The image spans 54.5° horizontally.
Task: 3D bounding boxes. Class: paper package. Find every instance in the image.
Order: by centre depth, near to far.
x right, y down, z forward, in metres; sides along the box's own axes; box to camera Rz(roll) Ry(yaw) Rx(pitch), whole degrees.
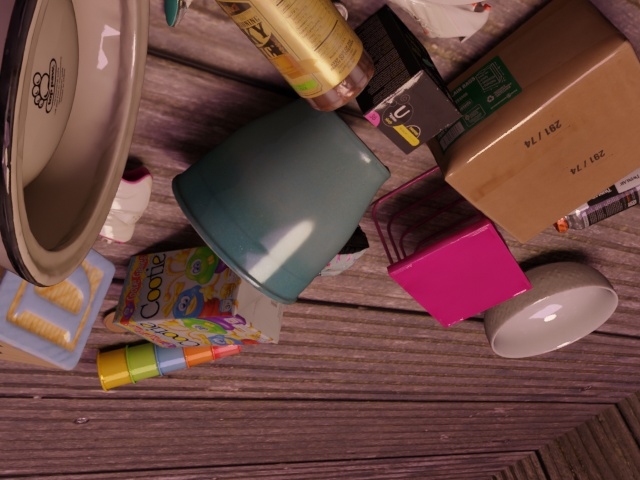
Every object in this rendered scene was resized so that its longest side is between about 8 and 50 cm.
[{"bbox_3d":[0.374,-0.191,1.038,0.325,0.168,0.309,-38,136,23],"label":"paper package"}]

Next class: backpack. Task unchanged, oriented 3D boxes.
[{"bbox_3d":[0.000,0.000,1.188,0.182,0.152,0.115,2,147,-42],"label":"backpack"}]

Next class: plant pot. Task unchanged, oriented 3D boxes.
[{"bbox_3d":[-0.043,-0.085,0.964,0.255,0.271,0.272,-43,138,9],"label":"plant pot"}]

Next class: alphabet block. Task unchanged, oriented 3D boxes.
[{"bbox_3d":[-0.484,0.079,0.985,0.197,0.193,0.192,2,150,26],"label":"alphabet block"}]

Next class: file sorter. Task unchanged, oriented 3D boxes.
[{"bbox_3d":[0.262,0.012,1.255,0.202,0.182,0.291,-29,141,17],"label":"file sorter"}]

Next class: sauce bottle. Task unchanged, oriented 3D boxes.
[{"bbox_3d":[-0.069,-0.306,0.750,0.111,0.111,0.344,-32,127,20],"label":"sauce bottle"}]

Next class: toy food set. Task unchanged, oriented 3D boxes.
[{"bbox_3d":[-0.420,0.169,1.327,0.083,0.020,0.083,-35,139,23],"label":"toy food set"}]

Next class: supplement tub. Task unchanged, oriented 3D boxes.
[{"bbox_3d":[0.565,-0.097,1.288,0.190,0.117,0.117,-27,143,12],"label":"supplement tub"}]

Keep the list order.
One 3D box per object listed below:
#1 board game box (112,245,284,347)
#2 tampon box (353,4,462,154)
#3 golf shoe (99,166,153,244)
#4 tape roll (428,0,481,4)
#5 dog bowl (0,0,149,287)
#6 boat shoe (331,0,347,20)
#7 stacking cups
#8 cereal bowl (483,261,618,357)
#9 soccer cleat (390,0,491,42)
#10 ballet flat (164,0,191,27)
[{"bbox_3d":[-0.218,0.105,1.142,0.275,0.144,0.142,-8,150,28],"label":"board game box"},{"bbox_3d":[0.110,-0.230,0.897,0.101,0.161,0.120,-35,140,23],"label":"tampon box"},{"bbox_3d":[-0.389,-0.112,0.924,0.306,0.115,0.140,32,97,-42],"label":"golf shoe"},{"bbox_3d":[0.151,-0.410,0.674,0.246,0.169,0.246,-11,142,-8],"label":"tape roll"},{"bbox_3d":[-0.306,-0.165,0.648,0.150,0.408,0.408,13,138,-6],"label":"dog bowl"},{"bbox_3d":[-0.021,-0.295,0.865,0.125,0.038,0.046,-30,126,15],"label":"boat shoe"},{"bbox_3d":[-0.343,0.256,1.424,0.316,0.096,0.096,-15,144,-10],"label":"stacking cups"},{"bbox_3d":[0.574,0.163,1.608,0.339,0.141,0.339,-11,143,-8],"label":"cereal bowl"},{"bbox_3d":[0.153,-0.324,0.875,0.196,0.068,0.076,4,142,-30],"label":"soccer cleat"},{"bbox_3d":[-0.174,-0.319,0.776,0.041,0.041,0.114,-5,143,-15],"label":"ballet flat"}]
